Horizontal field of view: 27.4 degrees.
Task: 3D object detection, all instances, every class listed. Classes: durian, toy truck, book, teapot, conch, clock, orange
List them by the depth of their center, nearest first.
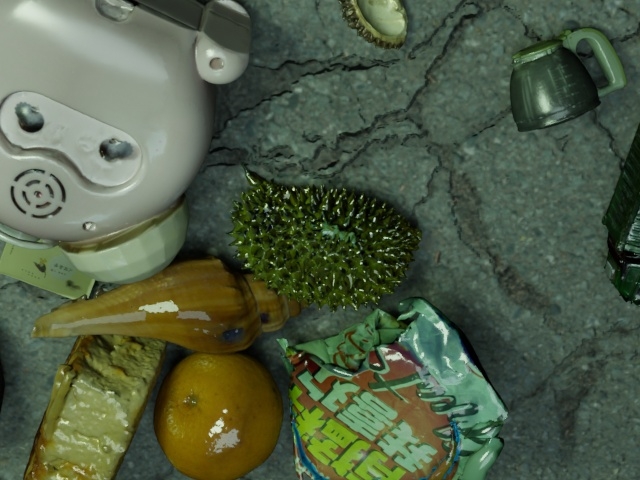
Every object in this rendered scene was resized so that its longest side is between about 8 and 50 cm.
[{"bbox_3d":[-0.261,-0.136,1.356,0.342,0.184,0.326,27,116,-7],"label":"clock"},{"bbox_3d":[0.050,-0.250,1.365,0.066,0.052,0.130,-23,113,7],"label":"durian"},{"bbox_3d":[0.252,-0.174,1.399,0.092,0.124,0.091,-10,104,49],"label":"teapot"},{"bbox_3d":[0.000,0.002,1.444,0.220,0.095,0.137,18,77,-1],"label":"durian"},{"bbox_3d":[0.394,-0.045,1.448,0.121,0.088,0.259,12,113,-8],"label":"toy truck"},{"bbox_3d":[-0.154,0.084,1.461,0.330,0.093,0.109,-8,131,-24],"label":"conch"},{"bbox_3d":[-0.309,0.022,1.507,0.111,0.014,0.077,21,113,-10],"label":"book"},{"bbox_3d":[-0.114,0.204,1.525,0.159,0.159,0.136,-31,149,13],"label":"orange"}]

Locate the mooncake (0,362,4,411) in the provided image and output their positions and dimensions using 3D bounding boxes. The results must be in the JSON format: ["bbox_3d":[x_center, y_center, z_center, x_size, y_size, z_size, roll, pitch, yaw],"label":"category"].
[{"bbox_3d":[-0.487,0.161,1.512,0.244,0.133,0.245,-3,121,-5],"label":"mooncake"}]

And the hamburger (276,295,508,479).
[{"bbox_3d":[0.094,0.193,1.539,0.276,0.150,0.261,-20,97,25],"label":"hamburger"}]

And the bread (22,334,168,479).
[{"bbox_3d":[-0.278,0.234,1.518,0.114,0.185,0.275,21,114,-4],"label":"bread"}]
